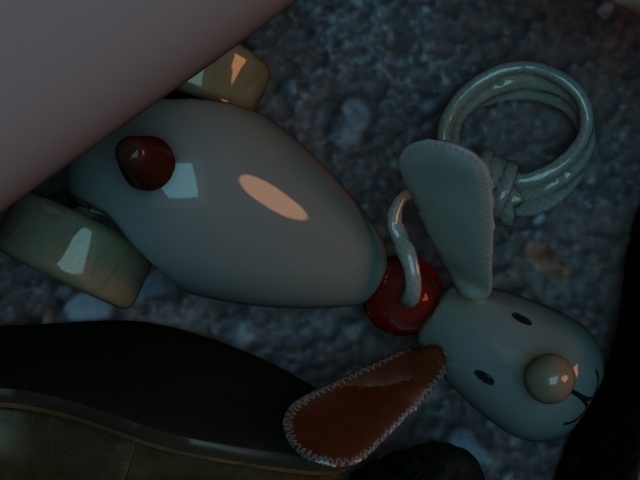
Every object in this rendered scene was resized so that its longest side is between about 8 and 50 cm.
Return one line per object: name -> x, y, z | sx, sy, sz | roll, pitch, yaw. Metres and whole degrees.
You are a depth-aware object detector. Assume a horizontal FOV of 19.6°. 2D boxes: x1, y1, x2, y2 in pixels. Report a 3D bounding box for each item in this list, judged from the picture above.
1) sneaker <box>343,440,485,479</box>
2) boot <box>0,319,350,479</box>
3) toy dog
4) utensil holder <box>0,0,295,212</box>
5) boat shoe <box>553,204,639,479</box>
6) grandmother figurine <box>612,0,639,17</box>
sneaker -> 0.023, 0.244, 1.013 | 0.130, 0.109, 0.286 | 26, 97, -18
boot -> -0.133, 0.109, 0.986 | 0.305, 0.112, 0.115 | 8, 110, -2
toy dog -> 0.000, 0.000, 0.950 | 0.334, 0.161, 0.220 | 7, 93, -6
utensil holder -> -0.188, -0.166, 0.781 | 0.385, 0.327, 0.327 | -38, 98, -28
boat shoe -> 0.214, 0.098, 1.008 | 0.120, 0.122, 0.324 | 17, 92, -11
grandmother figurine -> 0.283, -0.101, 0.928 | 0.342, 0.104, 0.208 | 30, 124, -27
